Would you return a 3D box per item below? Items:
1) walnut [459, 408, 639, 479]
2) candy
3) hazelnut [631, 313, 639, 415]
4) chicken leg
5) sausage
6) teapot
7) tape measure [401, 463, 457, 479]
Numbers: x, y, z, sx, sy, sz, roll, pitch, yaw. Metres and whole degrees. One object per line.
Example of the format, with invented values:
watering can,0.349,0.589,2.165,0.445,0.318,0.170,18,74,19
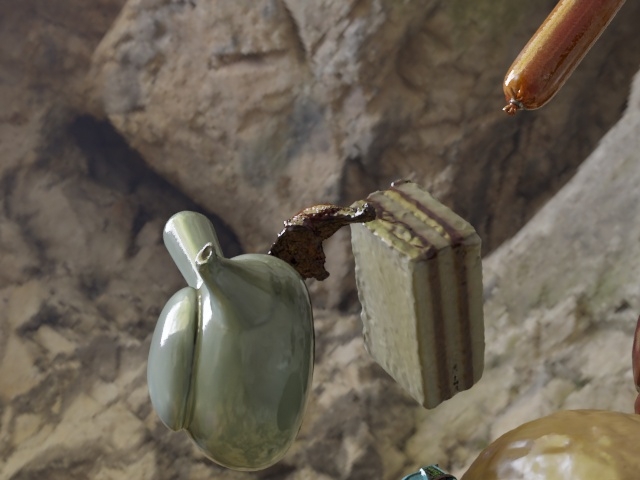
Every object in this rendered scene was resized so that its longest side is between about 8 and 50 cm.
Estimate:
walnut,0.253,0.294,0.954,0.332,0.333,0.333,31,-151,-19
candy,0.153,0.084,1.704,0.135,0.321,0.179,-27,-140,-21
hazelnut,0.609,0.155,1.383,0.429,0.402,0.402,17,-148,-7
chicken leg,-0.006,-0.003,1.470,0.093,0.205,0.053,40,-130,2
sausage,0.283,-0.255,1.099,0.053,0.348,0.053,36,167,10
teapot,-0.097,0.098,1.107,0.149,0.220,0.318,8,-174,-12
tape measure,0.197,0.459,1.939,0.146,0.081,0.125,-15,-147,-36
